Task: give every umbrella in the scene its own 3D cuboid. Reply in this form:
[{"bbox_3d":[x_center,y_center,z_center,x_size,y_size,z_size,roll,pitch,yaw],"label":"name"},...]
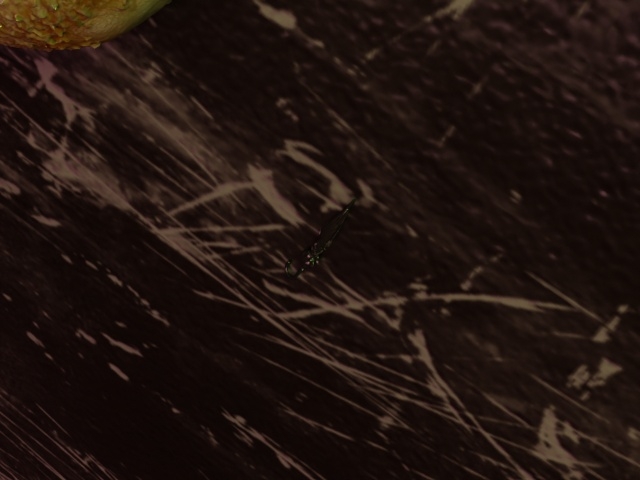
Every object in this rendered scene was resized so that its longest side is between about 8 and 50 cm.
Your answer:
[{"bbox_3d":[0.001,0.003,0.880,0.022,0.013,0.122,61,141,14],"label":"umbrella"}]

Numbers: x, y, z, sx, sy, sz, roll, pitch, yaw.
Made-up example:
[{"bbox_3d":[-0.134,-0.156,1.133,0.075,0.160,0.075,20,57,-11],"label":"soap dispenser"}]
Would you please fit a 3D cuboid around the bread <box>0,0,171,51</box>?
[{"bbox_3d":[-0.219,-0.259,0.739,0.306,0.159,0.305,20,133,23],"label":"bread"}]
